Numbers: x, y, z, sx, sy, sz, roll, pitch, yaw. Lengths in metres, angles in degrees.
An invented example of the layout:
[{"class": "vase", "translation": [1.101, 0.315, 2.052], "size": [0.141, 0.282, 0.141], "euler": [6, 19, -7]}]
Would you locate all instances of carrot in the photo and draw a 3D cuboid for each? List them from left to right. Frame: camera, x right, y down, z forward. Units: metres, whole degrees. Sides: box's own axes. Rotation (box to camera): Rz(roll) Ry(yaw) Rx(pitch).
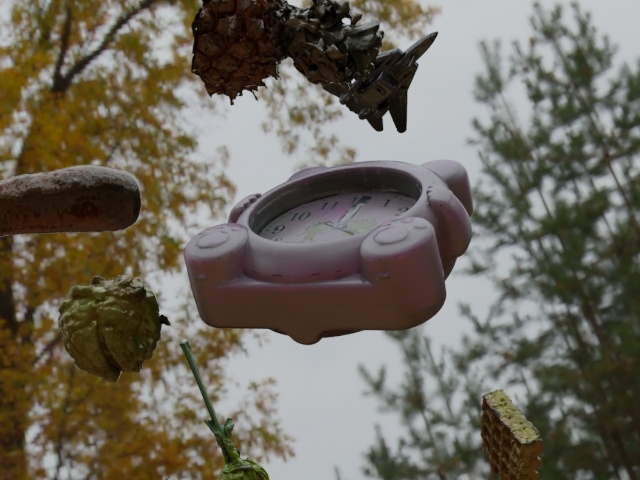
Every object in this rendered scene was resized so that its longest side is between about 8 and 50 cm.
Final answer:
[{"class": "carrot", "translation": [-0.487, -0.071, 2.065], "size": [0.302, 0.138, 0.138], "euler": [-10, -28, -21]}]

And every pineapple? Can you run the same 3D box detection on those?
[{"class": "pineapple", "translation": [-0.034, -0.323, 1.799], "size": [0.272, 0.262, 0.262], "euler": [15, -20, 19]}]

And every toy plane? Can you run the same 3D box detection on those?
[{"class": "toy plane", "translation": [0.124, -0.290, 1.966], "size": [0.212, 0.088, 0.267], "euler": [37, -31, -15]}]

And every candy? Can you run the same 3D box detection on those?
[{"class": "candy", "translation": [-0.141, 0.263, 1.548], "size": [0.077, 0.262, 0.073], "euler": [-23, -4, 0]}]

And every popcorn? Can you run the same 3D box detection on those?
[{"class": "popcorn", "translation": [-0.319, 0.132, 1.722], "size": [0.142, 0.173, 0.173], "euler": [-30, -29, 36]}]

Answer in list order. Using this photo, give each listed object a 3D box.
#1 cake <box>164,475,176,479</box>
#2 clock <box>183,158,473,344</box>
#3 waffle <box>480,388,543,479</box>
[{"class": "cake", "translation": [-0.212, 0.523, 1.518], "size": [0.282, 0.256, 0.290], "euler": [-45, 8, 1]}, {"class": "clock", "translation": [0.028, -0.004, 1.286], "size": [0.295, 0.322, 0.113], "euler": [-1, -65, 24]}, {"class": "waffle", "translation": [0.386, 0.429, 2.242], "size": [0.055, 0.160, 0.211], "euler": [-17, -53, -17]}]
